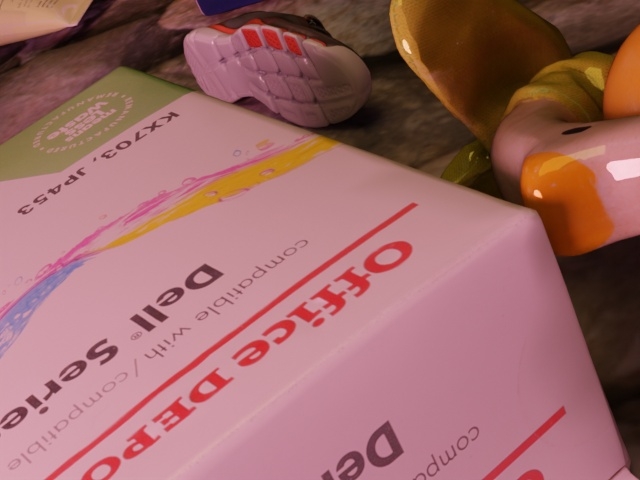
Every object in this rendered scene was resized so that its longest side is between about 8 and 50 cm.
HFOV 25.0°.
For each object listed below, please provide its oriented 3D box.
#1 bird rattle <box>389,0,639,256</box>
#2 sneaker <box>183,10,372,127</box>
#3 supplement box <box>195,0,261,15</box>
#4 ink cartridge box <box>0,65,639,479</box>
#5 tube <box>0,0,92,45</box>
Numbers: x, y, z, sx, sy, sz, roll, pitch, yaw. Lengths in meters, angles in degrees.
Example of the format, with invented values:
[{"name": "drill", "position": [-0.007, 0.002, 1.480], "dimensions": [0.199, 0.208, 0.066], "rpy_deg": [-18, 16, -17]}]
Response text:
[{"name": "bird rattle", "position": [0.149, -0.049, 0.516], "dimensions": [0.253, 0.143, 0.207], "rpy_deg": [-9, 17, 8]}, {"name": "sneaker", "position": [-0.015, -0.108, 0.808], "dimensions": [0.065, 0.061, 0.158], "rpy_deg": [-34, 31, -26]}, {"name": "supplement box", "position": [0.000, -0.344, 1.024], "dimensions": [0.194, 0.195, 0.356], "rpy_deg": [-14, 32, 20]}, {"name": "ink cartridge box", "position": [-0.045, 0.063, 0.501], "dimensions": [0.207, 0.119, 0.353], "rpy_deg": [-37, 33, -20]}, {"name": "tube", "position": [-0.274, -0.169, 1.106], "dimensions": [0.240, 0.062, 0.070], "rpy_deg": [-7, 78, 21]}]
